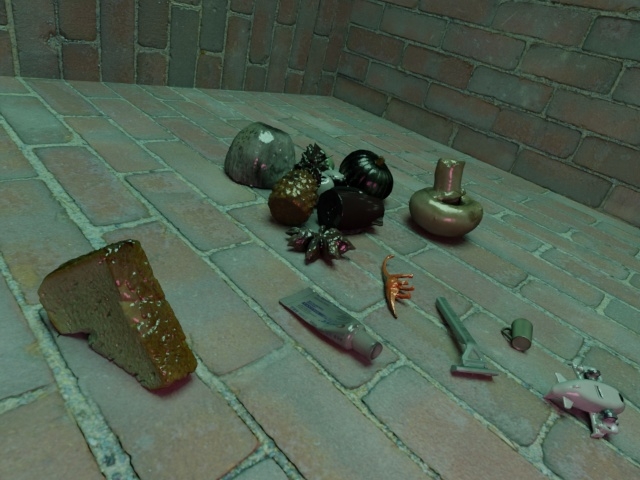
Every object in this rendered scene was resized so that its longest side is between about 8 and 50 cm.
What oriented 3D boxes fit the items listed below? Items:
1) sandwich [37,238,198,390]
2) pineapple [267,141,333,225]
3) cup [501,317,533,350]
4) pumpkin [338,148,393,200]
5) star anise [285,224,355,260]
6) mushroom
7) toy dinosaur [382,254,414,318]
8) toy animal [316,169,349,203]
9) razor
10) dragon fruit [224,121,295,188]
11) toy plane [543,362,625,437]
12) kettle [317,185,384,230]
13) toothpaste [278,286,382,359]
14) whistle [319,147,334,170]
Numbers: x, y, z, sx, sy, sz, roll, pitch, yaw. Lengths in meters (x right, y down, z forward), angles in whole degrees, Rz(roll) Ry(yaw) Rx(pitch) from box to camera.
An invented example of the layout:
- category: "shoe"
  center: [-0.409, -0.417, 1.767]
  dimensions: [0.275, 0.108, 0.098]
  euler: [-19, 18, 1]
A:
- category: "sandwich"
  center: [-0.391, 0.155, 0.796]
  dimensions: [0.254, 0.288, 0.099]
  euler: [-22, 6, 26]
- category: "pineapple"
  center: [-0.059, -0.214, 1.460]
  dimensions: [0.169, 0.169, 0.340]
  euler: [18, 54, 6]
- category: "cup"
  center: [0.541, 0.253, 1.135]
  dimensions: [0.075, 0.054, 0.083]
  euler: [25, 32, 15]
- category: "pumpkin"
  center: [0.204, -0.281, 1.769]
  dimensions: [0.250, 0.216, 0.249]
  euler: [25, 42, -25]
- category: "star anise"
  center: [0.003, 0.008, 1.292]
  dimensions: [0.212, 0.073, 0.197]
  euler: [-6, 32, -29]
- category: "mushroom"
  center: [0.503, -0.169, 1.623]
  dimensions: [0.293, 0.290, 0.292]
  euler: [9, 26, -4]
- category: "toy dinosaur"
  center: [0.222, 0.121, 1.213]
  dimensions: [0.101, 0.055, 0.279]
  euler: [-2, 27, 16]
- category: "toy animal"
  center: [0.014, -0.206, 1.612]
  dimensions: [0.179, 0.138, 0.166]
  euler: [-2, 16, -38]
- category: "razor"
  center: [0.357, 0.234, 1.078]
  dimensions: [0.111, 0.056, 0.278]
  euler: [9, 29, -9]
- category: "dragon fruit"
  center: [-0.237, -0.344, 1.660]
  dimensions: [0.283, 0.221, 0.204]
  euler: [16, 22, -3]
- category: "toy plane"
  center: [0.611, 0.360, 0.953]
  dimensions: [0.174, 0.080, 0.174]
  euler: [8, 47, -9]
- category: "kettle"
  center: [0.109, -0.119, 1.502]
  dimensions: [0.232, 0.144, 0.202]
  euler: [-1, 41, -38]
- category: "toothpaste"
  center: [0.030, 0.193, 0.998]
  dimensions: [0.282, 0.068, 0.099]
  euler: [30, 4, 38]
- category: "whistle"
  center: [-0.002, -0.376, 1.952]
  dimensions: [0.092, 0.110, 0.244]
  euler: [-30, 43, -7]
